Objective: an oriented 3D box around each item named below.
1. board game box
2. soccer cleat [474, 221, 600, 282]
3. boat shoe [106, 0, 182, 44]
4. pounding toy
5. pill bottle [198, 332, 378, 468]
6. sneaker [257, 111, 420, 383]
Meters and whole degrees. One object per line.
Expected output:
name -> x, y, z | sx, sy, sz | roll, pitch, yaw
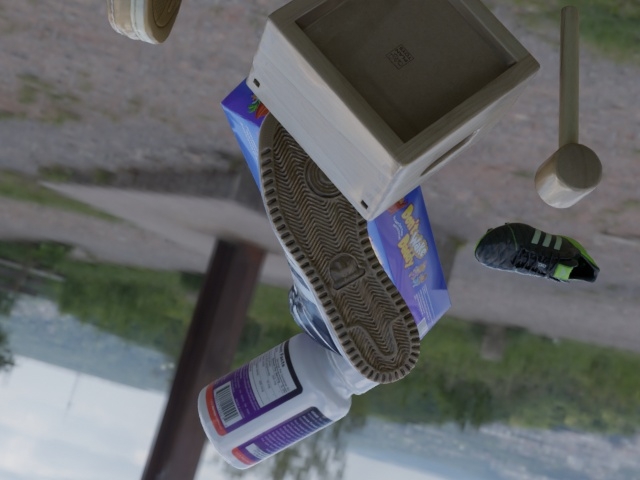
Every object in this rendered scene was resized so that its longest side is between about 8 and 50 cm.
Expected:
board game box -> 0.027, -0.038, 1.482 | 0.233, 0.078, 0.347 | 33, 160, 31
soccer cleat -> 0.263, 0.019, 1.433 | 0.179, 0.060, 0.072 | 6, -153, -35
boat shoe -> -0.101, -0.179, 0.600 | 0.059, 0.170, 0.063 | -2, 168, 9
pounding toy -> 0.089, -0.090, 0.781 | 0.206, 0.181, 0.094 | 49, 155, 9
pill bottle -> -0.033, 0.172, 1.357 | 0.193, 0.108, 0.108 | -30, 155, 15
sneaker -> 0.000, 0.000, 1.172 | 0.099, 0.282, 0.153 | -24, -171, -11
